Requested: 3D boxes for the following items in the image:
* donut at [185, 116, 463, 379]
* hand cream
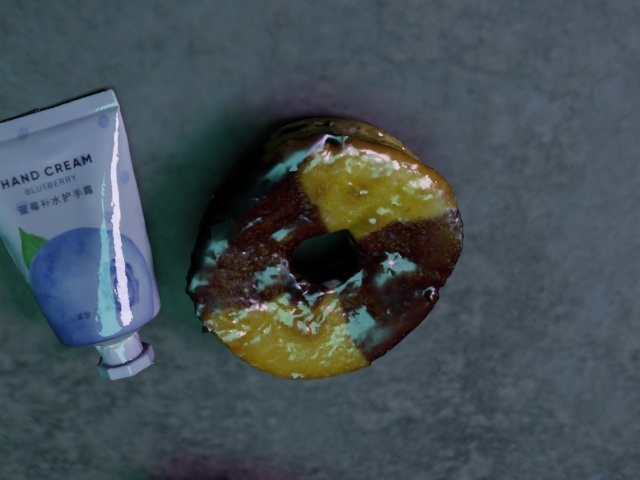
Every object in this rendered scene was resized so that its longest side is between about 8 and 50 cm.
[{"bbox_3d":[0.000,0.000,0.618,0.140,0.059,0.140,-4,121,-7],"label":"donut"},{"bbox_3d":[-0.119,0.003,0.612,0.084,0.053,0.142,-16,112,2],"label":"hand cream"}]
